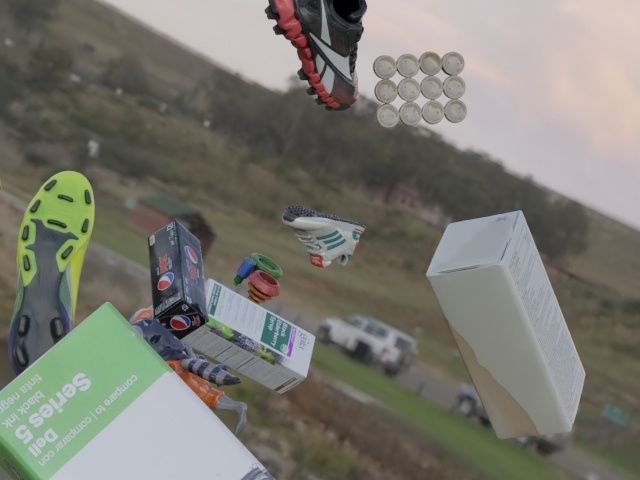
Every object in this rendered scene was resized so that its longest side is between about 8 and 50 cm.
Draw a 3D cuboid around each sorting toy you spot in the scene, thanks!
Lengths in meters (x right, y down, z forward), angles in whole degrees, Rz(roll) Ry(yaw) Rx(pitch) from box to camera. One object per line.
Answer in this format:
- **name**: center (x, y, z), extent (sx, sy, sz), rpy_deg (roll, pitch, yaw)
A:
- **sorting toy**: center (-0.088, 0.055, 1.849), extent (0.061, 0.042, 0.102), rpy_deg (31, 18, -13)

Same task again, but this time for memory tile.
- **memory tile**: center (0.152, -0.232, 2.063), extent (0.148, 0.113, 0.012), rpy_deg (-5, 3, -14)

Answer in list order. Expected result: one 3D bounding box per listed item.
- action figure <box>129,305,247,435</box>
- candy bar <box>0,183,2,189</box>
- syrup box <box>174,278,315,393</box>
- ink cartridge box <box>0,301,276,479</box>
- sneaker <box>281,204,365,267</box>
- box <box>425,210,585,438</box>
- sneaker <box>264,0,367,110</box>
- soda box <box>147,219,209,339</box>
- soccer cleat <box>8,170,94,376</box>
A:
- **action figure**: center (-0.264, 0.245, 2.687), extent (0.341, 0.179, 0.330), rpy_deg (1, 34, -47)
- **candy bar**: center (-0.475, -0.073, 1.724), extent (0.161, 0.040, 0.018), rpy_deg (-4, -7, 21)
- **syrup box**: center (-0.133, 0.174, 2.417), extent (0.236, 0.093, 0.096), rpy_deg (30, -40, -21)
- **ink cartridge box**: center (-0.101, 0.196, 0.906), extent (0.273, 0.115, 0.198), rpy_deg (47, -22, 4)
- **sneaker**: center (0.000, 0.000, 1.862), extent (0.057, 0.075, 0.161), rpy_deg (20, 5, 35)
- **box**: center (0.278, 0.127, 1.980), extent (0.121, 0.148, 0.311), rpy_deg (-11, -63, 28)
- **sneaker**: center (0.020, -0.300, 2.017), extent (0.135, 0.098, 0.276), rpy_deg (-17, -41, 13)
- **soda box**: center (-0.195, 0.052, 1.842), extent (0.060, 0.053, 0.169), rpy_deg (45, 21, -37)
- **soccer cleat**: center (-0.362, 0.050, 1.793), extent (0.093, 0.289, 0.121), rpy_deg (9, -14, -10)
